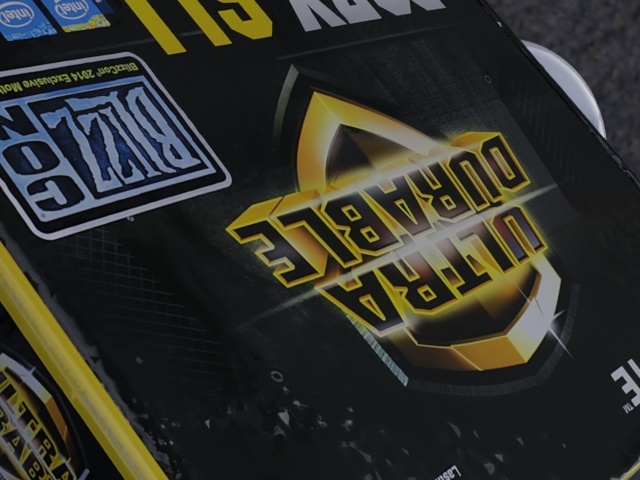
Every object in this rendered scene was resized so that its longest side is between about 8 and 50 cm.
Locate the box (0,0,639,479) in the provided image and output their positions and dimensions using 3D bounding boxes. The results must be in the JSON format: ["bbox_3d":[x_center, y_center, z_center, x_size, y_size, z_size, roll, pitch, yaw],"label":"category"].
[{"bbox_3d":[0.000,0.000,0.469,0.322,0.257,0.079,-21,157,-52],"label":"box"}]

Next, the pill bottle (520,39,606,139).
[{"bbox_3d":[0.071,-0.058,0.912,0.136,0.245,0.136,-1,93,-21],"label":"pill bottle"}]
